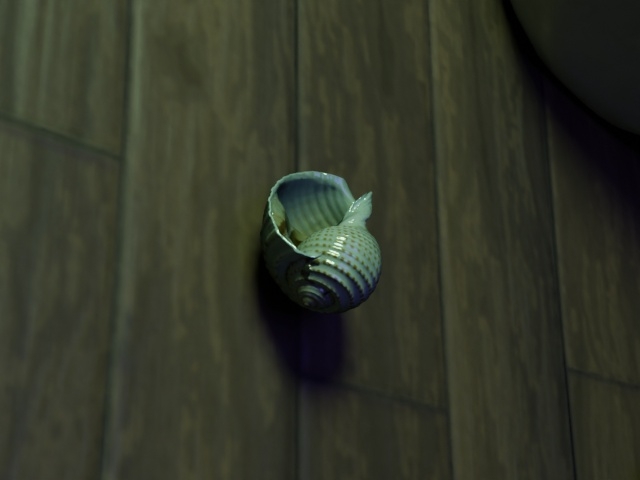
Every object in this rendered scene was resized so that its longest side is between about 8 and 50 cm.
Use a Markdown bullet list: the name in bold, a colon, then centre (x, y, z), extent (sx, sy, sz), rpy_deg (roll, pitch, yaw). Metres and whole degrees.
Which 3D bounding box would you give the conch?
- **conch**: centre (-0.002, 0.003, 0.655), extent (0.076, 0.056, 0.085), rpy_deg (31, 30, -7)

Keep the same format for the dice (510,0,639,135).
- **dice**: centre (0.304, -0.232, 0.904), extent (0.251, 0.259, 0.243), rpy_deg (35, 53, -28)
